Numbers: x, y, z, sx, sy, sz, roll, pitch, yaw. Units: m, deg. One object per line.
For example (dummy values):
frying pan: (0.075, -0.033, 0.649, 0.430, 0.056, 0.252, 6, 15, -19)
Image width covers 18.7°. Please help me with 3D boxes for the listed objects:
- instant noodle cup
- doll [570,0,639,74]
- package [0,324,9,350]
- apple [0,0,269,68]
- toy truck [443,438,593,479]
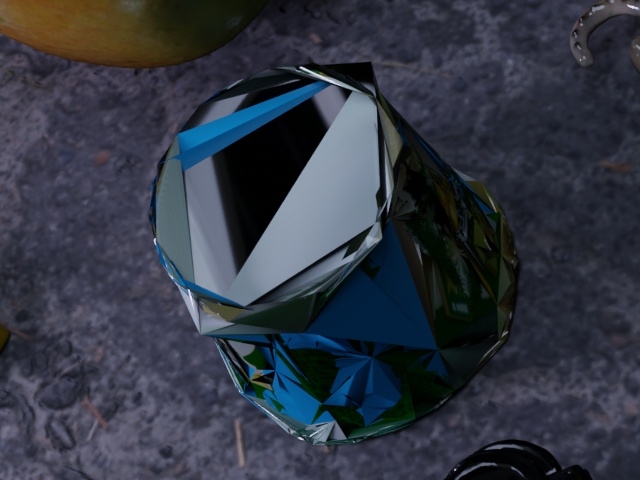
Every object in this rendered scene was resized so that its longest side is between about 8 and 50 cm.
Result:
instant noodle cup: (0.000, 0.000, 1.315, 0.240, 0.178, 0.240, -11, 60, 20)
doll: (0.275, -0.112, 1.293, 0.154, 0.119, 0.278, -43, 48, 15)
package: (-0.311, 0.069, 1.498, 0.131, 0.047, 0.071, 22, 72, 34)
apple: (-0.141, -0.288, 1.459, 0.305, 0.338, 0.338, 28, 77, 13)
toy truck: (0.085, 0.225, 1.190, 0.224, 0.147, 0.165, -26, 84, 8)
